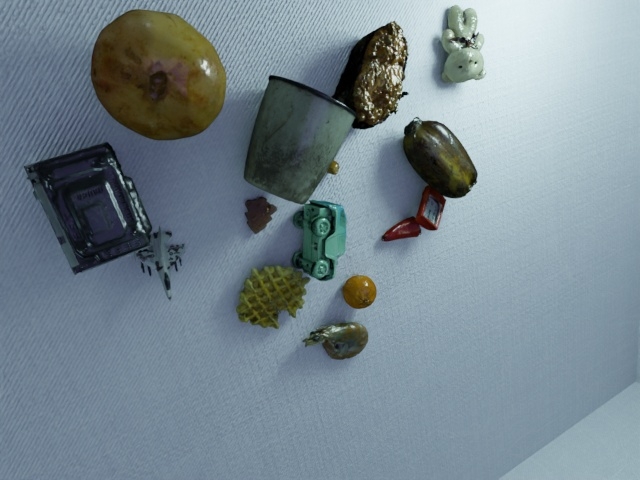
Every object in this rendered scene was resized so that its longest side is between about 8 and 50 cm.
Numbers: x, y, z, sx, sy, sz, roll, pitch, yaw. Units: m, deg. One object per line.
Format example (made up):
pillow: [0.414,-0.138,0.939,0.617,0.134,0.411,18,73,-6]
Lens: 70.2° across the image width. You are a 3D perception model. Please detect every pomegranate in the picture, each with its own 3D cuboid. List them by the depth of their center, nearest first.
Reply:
pomegranate: [-0.422,-0.436,1.207,0.338,0.338,0.339,-8,107,-26]

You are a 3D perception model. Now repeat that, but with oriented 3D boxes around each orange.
orange: [0.156,0.202,1.771,0.135,0.117,0.136,-12,113,-31]

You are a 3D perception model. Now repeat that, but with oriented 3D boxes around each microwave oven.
microwave oven: [-0.611,-0.090,1.225,0.237,0.181,0.295,-22,104,-16]

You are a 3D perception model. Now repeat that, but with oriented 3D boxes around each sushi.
sushi: [0.197,-0.540,1.542,0.234,0.207,0.349,18,91,-25]

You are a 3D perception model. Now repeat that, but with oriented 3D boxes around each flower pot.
flower pot: [-0.084,-0.302,1.424,0.293,0.293,0.330,18,102,-30]

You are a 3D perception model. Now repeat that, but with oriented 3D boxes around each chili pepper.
chili pepper: [0.315,-0.032,1.826,0.168,0.065,0.088,-19,94,-18]

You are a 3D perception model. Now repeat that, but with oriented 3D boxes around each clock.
clock: [0.437,-0.127,1.830,0.113,0.061,0.155,36,62,-29]

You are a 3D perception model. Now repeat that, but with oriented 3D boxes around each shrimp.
shrimp: [0.061,0.406,1.803,0.317,0.077,0.168,2,105,-31]

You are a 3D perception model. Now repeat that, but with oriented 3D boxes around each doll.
doll: [0.542,-0.743,1.711,0.175,0.149,0.278,-4,94,7]

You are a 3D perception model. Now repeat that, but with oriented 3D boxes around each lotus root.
lotus root: [0.457,-0.315,1.743,0.397,0.179,0.196,42,67,-23]

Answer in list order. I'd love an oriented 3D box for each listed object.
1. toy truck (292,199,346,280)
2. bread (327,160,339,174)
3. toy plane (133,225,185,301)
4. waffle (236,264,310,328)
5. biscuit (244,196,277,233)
toy truck: [0.000,0.000,1.615,0.156,0.155,0.279,-8,107,-34]
bread: [0.018,-0.270,1.614,0.062,0.103,0.049,-25,138,-67]
toy plane: [-0.494,0.071,1.415,0.159,0.082,0.234,-10,96,-34]
waffle: [-0.166,0.199,1.627,0.261,0.056,0.250,14,105,-28]
biscuit: [-0.212,-0.086,1.555,0.119,0.019,0.130,12,97,-30]
